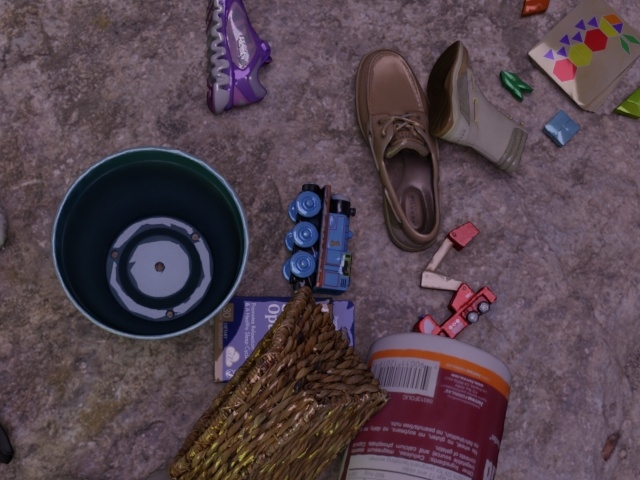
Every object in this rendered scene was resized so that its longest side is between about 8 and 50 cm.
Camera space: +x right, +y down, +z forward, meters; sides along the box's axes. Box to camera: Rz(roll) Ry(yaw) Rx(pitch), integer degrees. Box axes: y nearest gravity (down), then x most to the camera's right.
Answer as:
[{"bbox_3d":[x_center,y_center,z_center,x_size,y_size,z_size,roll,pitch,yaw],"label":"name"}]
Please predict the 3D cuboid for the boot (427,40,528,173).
[{"bbox_3d":[0.260,-0.218,1.841,0.165,0.077,0.213,27,46,-21],"label":"boot"}]

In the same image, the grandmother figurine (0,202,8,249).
[{"bbox_3d":[-0.594,0.078,1.709,0.207,0.104,0.342,36,82,-7],"label":"grandmother figurine"}]

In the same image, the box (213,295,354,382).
[{"bbox_3d":[-0.056,0.157,1.774,0.225,0.036,0.137,1,80,-6],"label":"box"}]

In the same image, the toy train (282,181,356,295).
[{"bbox_3d":[0.000,0.000,1.787,0.105,0.080,0.184,8,77,-13],"label":"toy train"}]

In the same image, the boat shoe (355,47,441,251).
[{"bbox_3d":[0.138,-0.156,1.806,0.121,0.110,0.341,-12,82,-7],"label":"boat shoe"}]

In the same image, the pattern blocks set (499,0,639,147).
[{"bbox_3d":[0.458,-0.324,1.906,0.324,0.026,0.285,-35,85,-10],"label":"pattern blocks set"}]

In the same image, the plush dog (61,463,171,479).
[{"bbox_3d":[-0.278,0.473,1.639,0.262,0.210,0.226,-8,108,-4],"label":"plush dog"}]

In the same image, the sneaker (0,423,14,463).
[{"bbox_3d":[-0.571,0.361,1.660,0.276,0.097,0.135,-40,84,-12],"label":"sneaker"}]

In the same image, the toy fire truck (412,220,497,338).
[{"bbox_3d":[0.207,0.077,1.805,0.192,0.047,0.135,-41,85,-9],"label":"toy fire truck"}]

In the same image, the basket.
[{"bbox_3d":[-0.097,0.238,1.581,0.299,0.213,0.223,-51,61,26],"label":"basket"}]

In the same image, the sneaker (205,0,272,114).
[{"bbox_3d":[-0.131,-0.321,1.827,0.104,0.095,0.237,0,85,-12],"label":"sneaker"}]

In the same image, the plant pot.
[{"bbox_3d":[-0.242,0.022,1.669,0.271,0.255,0.272,1,80,-4],"label":"plant pot"}]

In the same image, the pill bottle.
[{"bbox_3d":[0.137,0.352,1.626,0.224,0.224,0.392,16,67,-2],"label":"pill bottle"}]
